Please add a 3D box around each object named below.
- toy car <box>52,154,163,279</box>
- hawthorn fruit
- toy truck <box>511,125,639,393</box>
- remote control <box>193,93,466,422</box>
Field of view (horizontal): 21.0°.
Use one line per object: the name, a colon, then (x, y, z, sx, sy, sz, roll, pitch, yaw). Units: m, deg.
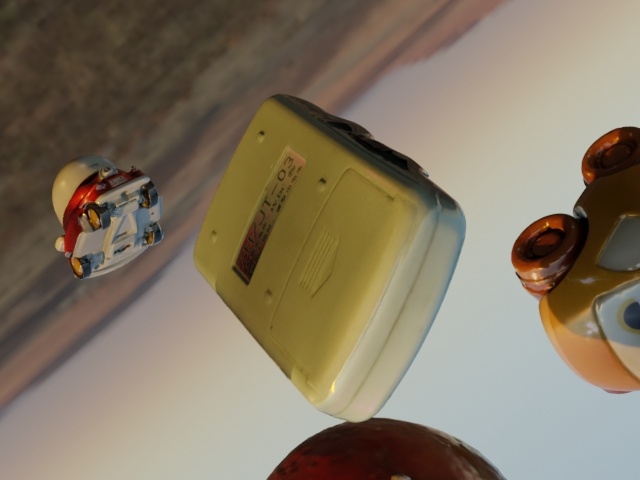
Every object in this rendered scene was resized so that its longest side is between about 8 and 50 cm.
toy car: (-0.234, -0.041, 1.829, 0.112, 0.112, 0.139, -26, 154, -29)
hawthorn fruit: (0.034, 0.250, 1.297, 0.263, 0.231, 0.235, 6, 99, -48)
toy truck: (0.344, 0.014, 1.684, 0.211, 0.204, 0.288, 7, -128, 50)
remote control: (0.000, 0.000, 1.021, 0.140, 0.056, 0.296, -66, -157, 7)
